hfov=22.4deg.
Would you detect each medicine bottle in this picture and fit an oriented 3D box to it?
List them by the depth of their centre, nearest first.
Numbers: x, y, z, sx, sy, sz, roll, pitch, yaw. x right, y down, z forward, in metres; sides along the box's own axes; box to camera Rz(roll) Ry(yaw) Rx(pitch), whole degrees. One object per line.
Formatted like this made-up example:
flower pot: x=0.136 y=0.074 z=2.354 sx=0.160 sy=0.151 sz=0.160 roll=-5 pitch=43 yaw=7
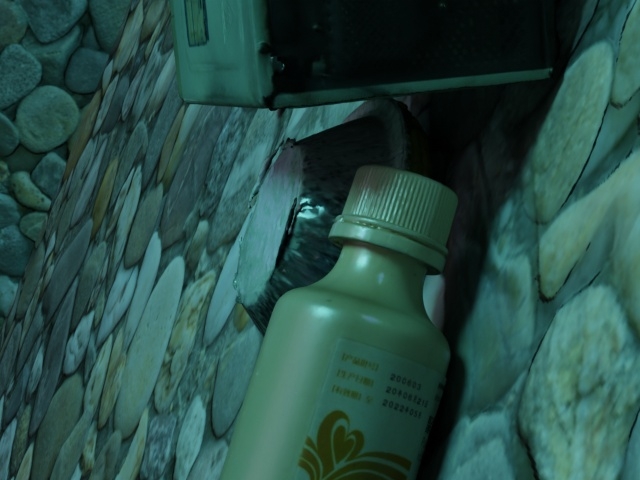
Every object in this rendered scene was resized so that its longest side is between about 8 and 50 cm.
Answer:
medicine bottle: x=0.017 y=0.081 z=0.974 sx=0.114 sy=0.114 sz=0.252 roll=170 pitch=118 yaw=-71

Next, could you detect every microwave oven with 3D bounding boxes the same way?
microwave oven: x=0.018 y=-0.269 z=1.034 sx=0.286 sy=0.218 sz=0.355 roll=-164 pitch=68 yaw=-72

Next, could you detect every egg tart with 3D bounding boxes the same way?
egg tart: x=0.000 y=0.000 z=1.162 sx=0.234 sy=0.094 sz=0.234 roll=-55 pitch=25 yaw=41

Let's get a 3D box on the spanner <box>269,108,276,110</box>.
spanner: x=-0.039 y=-0.240 z=1.685 sx=0.087 sy=0.024 sz=0.316 roll=-53 pitch=23 yaw=32
